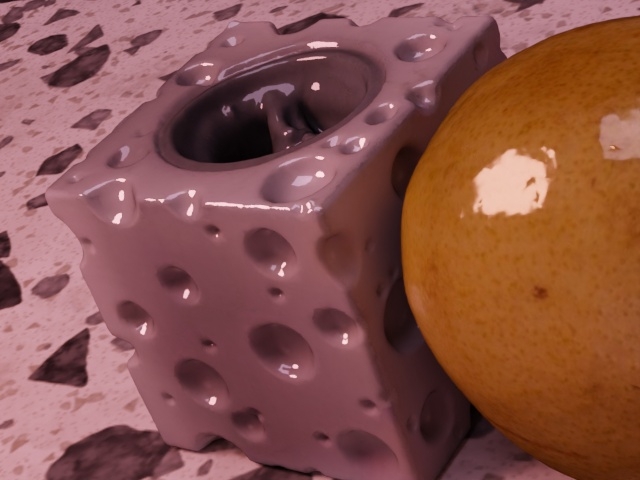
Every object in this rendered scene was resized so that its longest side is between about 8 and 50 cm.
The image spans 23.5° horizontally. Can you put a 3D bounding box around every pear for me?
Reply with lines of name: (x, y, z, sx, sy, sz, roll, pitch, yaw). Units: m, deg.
pear: (0.210, 0.003, 0.913, 0.314, 0.314, 0.314, -15, 30, 9)

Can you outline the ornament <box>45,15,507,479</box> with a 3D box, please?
ornament: (0.000, 0.000, 1.097, 0.239, 0.240, 0.239, 5, 38, 37)
